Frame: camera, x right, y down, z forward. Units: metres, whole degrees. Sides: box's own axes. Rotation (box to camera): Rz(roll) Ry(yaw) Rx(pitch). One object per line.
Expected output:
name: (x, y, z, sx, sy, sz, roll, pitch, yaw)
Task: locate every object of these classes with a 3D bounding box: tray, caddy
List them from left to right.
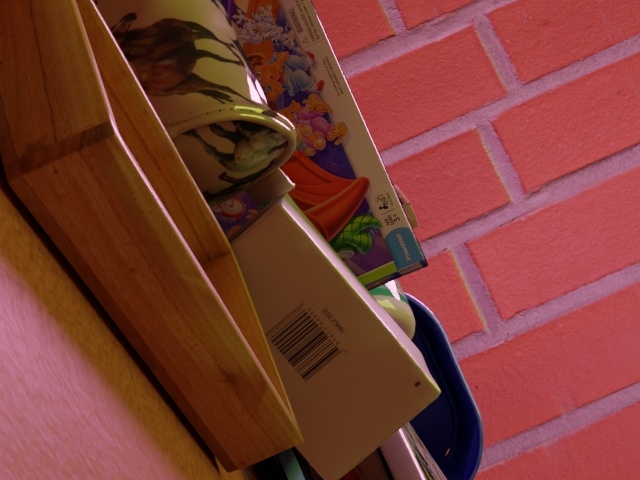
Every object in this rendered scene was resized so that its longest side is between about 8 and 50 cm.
tray: (-0.126, -0.012, 0.988, 0.411, 0.076, 0.203, 64, 3, -55)
caddy: (0.082, 0.226, 1.945, 0.179, 0.241, 0.341, 179, -113, -86)

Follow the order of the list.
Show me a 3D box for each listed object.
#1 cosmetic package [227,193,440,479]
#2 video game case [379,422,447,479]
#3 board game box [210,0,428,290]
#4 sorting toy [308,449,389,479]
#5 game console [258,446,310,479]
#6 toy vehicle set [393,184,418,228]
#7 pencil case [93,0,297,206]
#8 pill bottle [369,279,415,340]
cosmetic package: (-0.015, 0.084, 1.332, 0.224, 0.138, 0.225, 50, 4, -3)
video game case: (0.147, 0.329, 1.654, 0.300, 0.036, 0.329, 57, 3, -26)
board game box: (-0.060, -0.086, 1.507, 0.078, 0.233, 0.347, 36, 30, -81)
sorting toy: (0.021, 0.279, 1.774, 0.193, 0.038, 0.208, 67, -22, 14)
game console: (0.008, 0.320, 1.324, 0.213, 0.044, 0.361, 55, 11, -87)
toy vehicle set: (0.000, 0.000, 1.962, 0.166, 0.266, 0.035, -114, -178, -79)
pencil case: (-0.159, -0.213, 1.317, 0.183, 0.160, 0.410, 47, 17, -59)
pill bottle: (-0.040, -0.006, 1.692, 0.204, 0.204, 0.361, 65, 1, -60)
